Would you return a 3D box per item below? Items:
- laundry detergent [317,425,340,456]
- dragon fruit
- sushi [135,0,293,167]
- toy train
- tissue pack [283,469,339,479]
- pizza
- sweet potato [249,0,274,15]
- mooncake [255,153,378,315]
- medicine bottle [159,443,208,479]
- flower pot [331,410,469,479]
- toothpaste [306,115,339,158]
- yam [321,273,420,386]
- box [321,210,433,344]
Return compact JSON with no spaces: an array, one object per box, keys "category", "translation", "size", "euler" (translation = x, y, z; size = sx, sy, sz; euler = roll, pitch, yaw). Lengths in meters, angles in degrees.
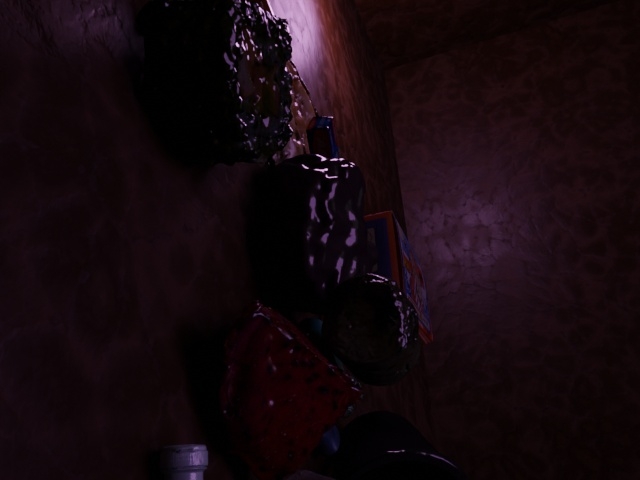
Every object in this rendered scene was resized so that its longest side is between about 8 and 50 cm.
[{"category":"laundry detergent","translation":[-0.002,0.442,1.331],"size":[0.097,0.061,0.206],"euler":[-107,172,-46]},{"category":"dragon fruit","translation":[-0.061,0.214,0.998],"size":[0.302,0.240,0.330],"euler":[-95,169,-48]},{"category":"sushi","translation":[-0.169,-0.282,1.054],"size":[0.352,0.177,0.295],"euler":[-27,117,-72]},{"category":"toy train","translation":[0.014,0.296,1.349],"size":[0.159,0.101,0.248],"euler":[50,13,-42]},{"category":"tissue pack","translation":[-0.039,0.553,0.940],"size":[0.209,0.137,0.270],"euler":[-22,101,-36]},{"category":"pizza","translation":[-0.074,-0.345,1.593],"size":[0.435,0.080,0.392],"euler":[-49,125,-70]},{"category":"sweet potato","translation":[-0.163,-0.538,1.396],"size":[0.112,0.112,0.360],"euler":[-47,121,-69]},{"category":"mooncake","translation":[0.000,0.000,1.340],"size":[0.351,0.212,0.381],"euler":[-57,137,-44]},{"category":"medicine bottle","translation":[-0.185,0.396,0.758],"size":[0.121,0.083,0.229],"euler":[39,41,-59]},{"category":"flower pot","translation":[0.177,0.597,1.437],"size":[0.251,0.378,0.380],"euler":[-105,176,-67]},{"category":"toothpaste","translation":[0.021,-0.188,1.594],"size":[0.076,0.065,0.321],"euler":[-69,155,-48]},{"category":"yam","translation":[0.112,0.196,1.199],"size":[0.300,0.195,0.195],"euler":[65,19,-65]},{"category":"box","translation":[0.171,0.140,1.744],"size":[0.349,0.256,0.319],"euler":[51,30,-55]}]
